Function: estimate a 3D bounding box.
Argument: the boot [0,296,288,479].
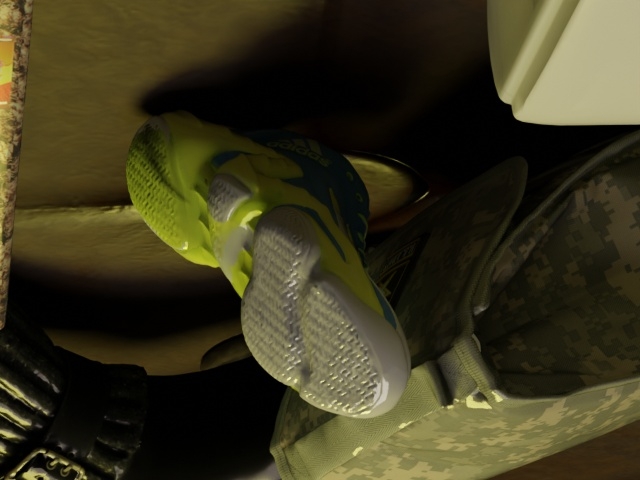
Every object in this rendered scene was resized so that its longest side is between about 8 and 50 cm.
[{"bbox_3d":[-0.138,0.110,1.404,0.348,0.131,0.260,-37,112,15],"label":"boot"}]

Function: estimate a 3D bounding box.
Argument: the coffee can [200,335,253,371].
[{"bbox_3d":[0.011,0.225,1.572,0.202,0.275,0.201,-4,161,-1],"label":"coffee can"}]

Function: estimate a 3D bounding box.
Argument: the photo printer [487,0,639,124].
[{"bbox_3d":[0.246,-0.138,0.868,0.308,0.107,0.256,-1,160,-8],"label":"photo printer"}]

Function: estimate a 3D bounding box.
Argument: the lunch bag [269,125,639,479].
[{"bbox_3d":[0.121,0.046,1.160,0.287,0.169,0.235,-23,173,-35],"label":"lunch bag"}]

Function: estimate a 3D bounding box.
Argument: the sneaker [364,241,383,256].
[{"bbox_3d":[0.060,0.027,1.388,0.057,0.047,0.119,-23,156,16],"label":"sneaker"}]

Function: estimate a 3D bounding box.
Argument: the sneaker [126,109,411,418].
[{"bbox_3d":[0.000,0.000,1.090,0.126,0.240,0.091,-10,135,-40],"label":"sneaker"}]

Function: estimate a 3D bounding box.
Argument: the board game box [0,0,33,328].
[{"bbox_3d":[-0.229,-0.098,0.734,0.232,0.141,0.291,0,145,-13],"label":"board game box"}]
